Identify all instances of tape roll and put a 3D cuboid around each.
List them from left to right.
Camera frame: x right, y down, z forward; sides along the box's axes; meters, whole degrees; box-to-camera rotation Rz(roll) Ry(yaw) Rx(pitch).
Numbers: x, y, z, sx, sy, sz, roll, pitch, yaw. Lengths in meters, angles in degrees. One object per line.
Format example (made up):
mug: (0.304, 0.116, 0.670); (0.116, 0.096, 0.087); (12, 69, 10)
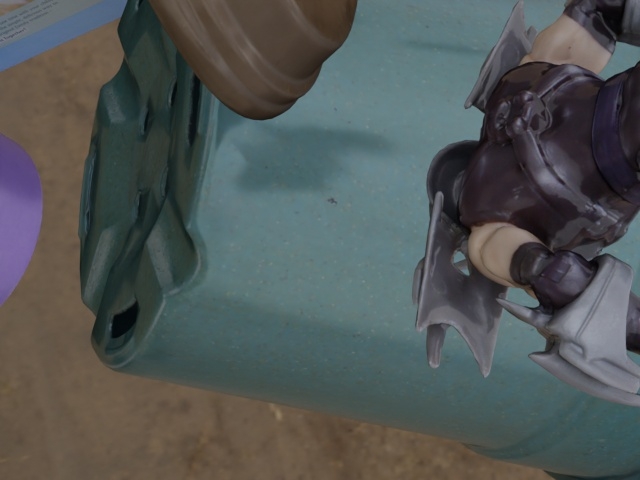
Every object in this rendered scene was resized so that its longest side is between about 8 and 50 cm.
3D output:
tape roll: (-0.329, -0.017, 1.127); (0.080, 0.189, 0.189); (33, 52, -53)

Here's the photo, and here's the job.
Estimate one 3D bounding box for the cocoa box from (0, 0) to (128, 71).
cocoa box: (-0.259, -0.293, 1.041); (0.231, 0.347, 0.228); (27, 50, -55)

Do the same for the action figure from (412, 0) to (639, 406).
action figure: (0.125, -0.042, 0.451); (0.099, 0.285, 0.185); (22, 61, -24)

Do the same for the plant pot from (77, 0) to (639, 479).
plant pot: (0.047, -0.027, 0.817); (0.334, 0.341, 0.341); (8, 68, -23)

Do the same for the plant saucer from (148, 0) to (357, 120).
plant saucer: (-0.036, -0.186, 0.525); (0.278, 0.041, 0.278); (-11, 90, -75)
